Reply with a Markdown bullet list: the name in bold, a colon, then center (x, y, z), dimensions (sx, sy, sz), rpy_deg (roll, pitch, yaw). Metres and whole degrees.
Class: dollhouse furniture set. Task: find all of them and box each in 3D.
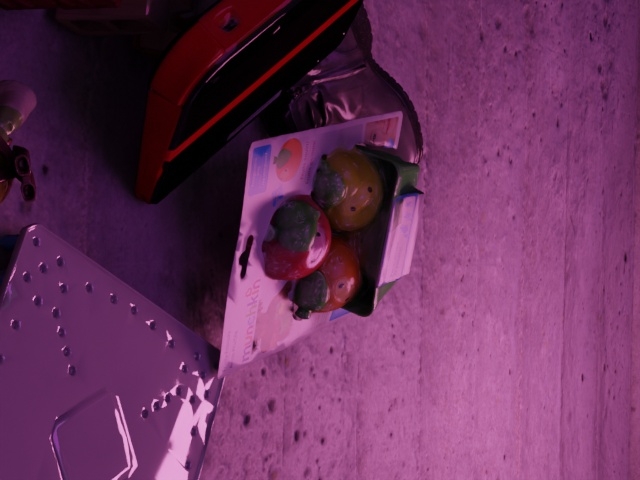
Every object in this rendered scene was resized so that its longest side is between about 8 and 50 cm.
- **dollhouse furniture set**: center (-0.250, -0.335, 1.389), dimensions (0.374, 0.152, 0.201), rpy_deg (22, 72, -71)

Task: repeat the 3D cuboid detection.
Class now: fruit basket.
- **fruit basket**: center (0.000, 0.000, 1.643), dimensions (0.353, 0.165, 0.327), rpy_deg (-24, 129, -58)

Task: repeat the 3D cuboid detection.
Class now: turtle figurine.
- **turtle figurine**: center (-0.395, -0.080, 1.194), dimensions (0.198, 0.275, 0.266), rpy_deg (34, 41, -26)

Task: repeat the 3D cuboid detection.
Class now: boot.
- **boot**: center (0.013, -0.188, 1.789), dimensions (0.222, 0.118, 0.338), rpy_deg (-51, 124, -32)

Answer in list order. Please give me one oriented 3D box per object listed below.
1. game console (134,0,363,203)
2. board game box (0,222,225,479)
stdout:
- **game console**: center (-0.069, -0.231, 1.451), dimensions (0.060, 0.342, 0.386), rpy_deg (44, 64, 4)
- **board game box**: center (-0.276, 0.238, 1.391), dimensions (0.390, 0.050, 0.389), rpy_deg (43, 52, -47)
